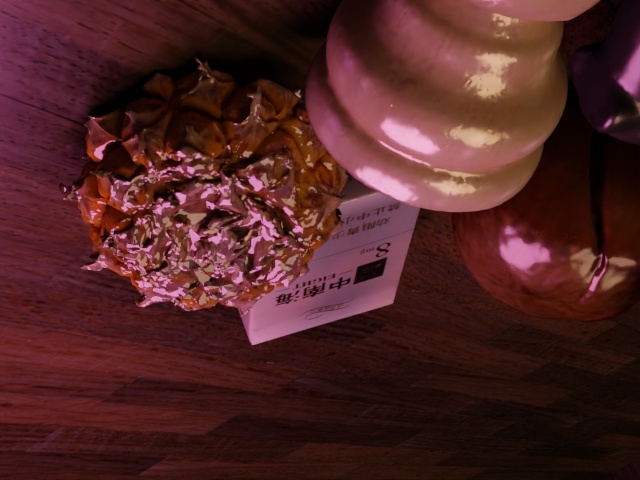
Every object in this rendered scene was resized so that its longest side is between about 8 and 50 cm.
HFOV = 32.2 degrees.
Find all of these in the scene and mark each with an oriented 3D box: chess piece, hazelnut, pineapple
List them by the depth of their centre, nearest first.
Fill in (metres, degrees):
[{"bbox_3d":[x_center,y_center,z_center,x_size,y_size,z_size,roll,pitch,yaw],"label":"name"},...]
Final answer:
[{"bbox_3d":[0.105,-0.163,0.643,0.167,0.167,0.299,-10,149,-24],"label":"chess piece"},{"bbox_3d":[-0.077,-0.021,0.788,0.225,0.076,0.224,-5,129,-6],"label":"pineapple"},{"bbox_3d":[0.220,-0.036,0.982,0.208,0.208,0.208,-18,155,-9],"label":"hazelnut"}]

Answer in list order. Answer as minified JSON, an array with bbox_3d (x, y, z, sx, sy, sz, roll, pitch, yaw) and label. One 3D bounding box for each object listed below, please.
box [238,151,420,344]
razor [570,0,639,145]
[{"bbox_3d":[0.000,0.000,0.985,0.155,0.067,0.243,-14,154,-13],"label":"box"},{"bbox_3d":[0.329,-0.201,0.786,0.204,0.113,0.349,-8,154,-24],"label":"razor"}]
